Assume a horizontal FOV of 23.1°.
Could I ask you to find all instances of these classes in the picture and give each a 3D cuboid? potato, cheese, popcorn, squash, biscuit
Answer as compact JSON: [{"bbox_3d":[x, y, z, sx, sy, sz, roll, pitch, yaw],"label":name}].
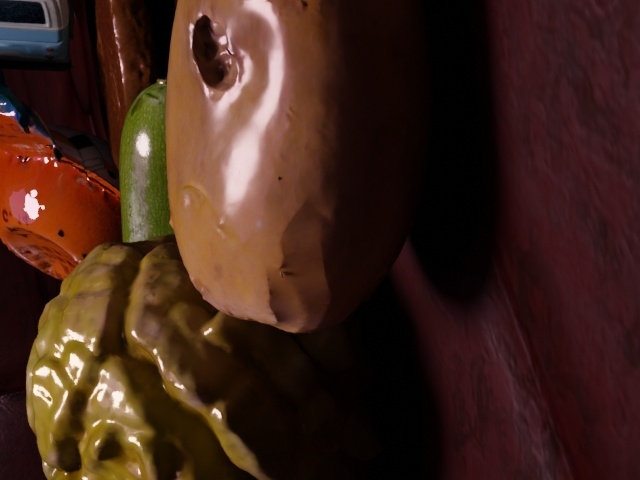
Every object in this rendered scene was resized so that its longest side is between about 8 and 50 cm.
[{"bbox_3d":[-0.012,-0.067,0.805,0.150,0.146,0.234,16,111,22],"label":"potato"},{"bbox_3d":[-0.271,-0.062,1.563,0.217,0.129,0.329,9,149,34],"label":"cheese"},{"bbox_3d":[-0.063,0.089,0.983,0.212,0.259,0.259,-19,82,49],"label":"popcorn"},{"bbox_3d":[-0.111,0.048,1.290,0.101,0.101,0.379,-129,36,-58],"label":"squash"},{"bbox_3d":[-0.181,-0.183,1.445,0.257,0.049,0.273,-114,17,-50],"label":"biscuit"}]

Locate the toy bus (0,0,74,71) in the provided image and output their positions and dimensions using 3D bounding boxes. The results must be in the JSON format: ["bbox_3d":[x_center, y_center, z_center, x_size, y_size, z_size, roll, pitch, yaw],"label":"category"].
[{"bbox_3d":[-0.296,-0.316,1.504,0.165,0.133,0.271,113,157,-66],"label":"toy bus"}]
